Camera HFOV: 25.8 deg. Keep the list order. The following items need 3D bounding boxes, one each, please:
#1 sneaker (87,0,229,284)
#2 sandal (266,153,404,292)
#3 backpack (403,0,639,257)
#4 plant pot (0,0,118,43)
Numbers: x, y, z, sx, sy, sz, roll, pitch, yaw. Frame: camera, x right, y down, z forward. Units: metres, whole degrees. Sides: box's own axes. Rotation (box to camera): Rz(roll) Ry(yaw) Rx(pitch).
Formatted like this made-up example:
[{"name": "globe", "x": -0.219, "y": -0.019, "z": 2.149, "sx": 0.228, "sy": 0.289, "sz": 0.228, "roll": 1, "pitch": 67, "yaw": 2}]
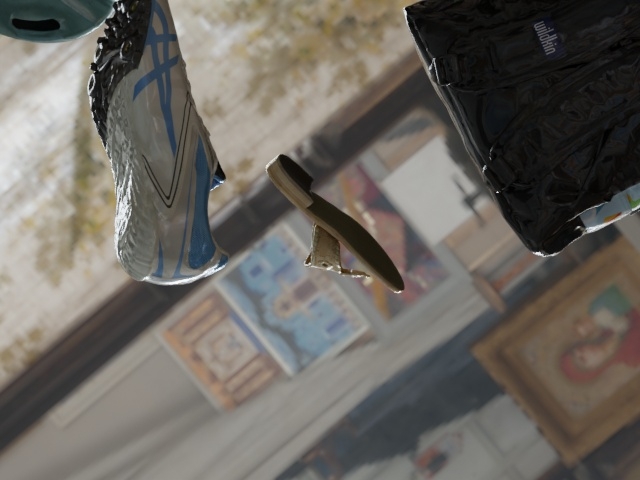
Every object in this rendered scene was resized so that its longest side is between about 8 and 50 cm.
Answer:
[{"name": "sneaker", "x": -0.118, "y": -0.081, "z": 1.040, "sx": 0.086, "sy": 0.085, "sz": 0.237, "roll": 4, "pitch": -108, "yaw": -38}, {"name": "sandal", "x": 0.000, "y": -0.003, "z": 1.787, "sx": 0.240, "sy": 0.079, "sz": 0.088, "roll": 45, "pitch": -160, "yaw": -17}, {"name": "backpack", "x": 0.312, "y": -0.181, "z": 1.359, "sx": 0.290, "sy": 0.356, "sz": 0.273, "roll": 62, "pitch": -161, "yaw": 12}, {"name": "plant pot", "x": -0.252, "y": -0.399, "z": 1.431, "sx": 0.341, "sy": 0.341, "sz": 0.334, "roll": 49, "pitch": -136, "yaw": -23}]
